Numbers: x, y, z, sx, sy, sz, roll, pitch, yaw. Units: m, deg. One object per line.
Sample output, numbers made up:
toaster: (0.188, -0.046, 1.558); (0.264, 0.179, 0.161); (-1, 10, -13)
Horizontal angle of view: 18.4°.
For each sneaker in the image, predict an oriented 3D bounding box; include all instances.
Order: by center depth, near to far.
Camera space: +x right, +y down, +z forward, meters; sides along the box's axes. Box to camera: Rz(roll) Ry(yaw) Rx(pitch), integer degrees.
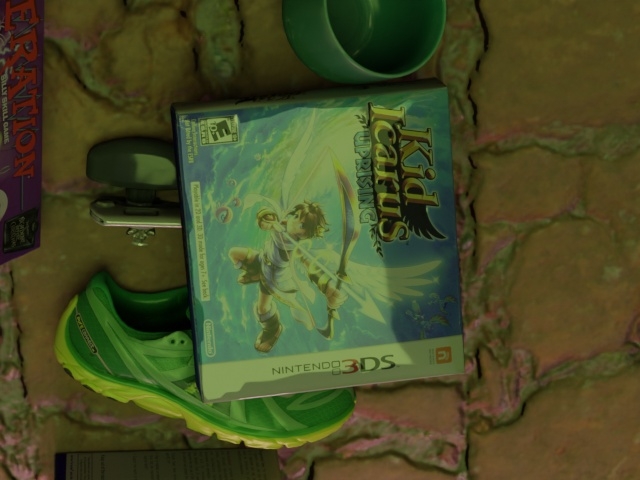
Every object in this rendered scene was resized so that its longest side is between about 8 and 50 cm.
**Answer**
sneaker: (-0.100, 0.110, 1.857); (0.296, 0.109, 0.123); (17, 112, -11)

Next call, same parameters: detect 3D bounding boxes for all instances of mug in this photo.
mug: (0.042, -0.199, 1.751); (0.158, 0.097, 0.129); (19, 78, -32)

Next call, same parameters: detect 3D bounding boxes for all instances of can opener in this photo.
can opener: (-0.077, -0.036, 1.822); (0.280, 0.074, 0.093); (5, 110, -8)

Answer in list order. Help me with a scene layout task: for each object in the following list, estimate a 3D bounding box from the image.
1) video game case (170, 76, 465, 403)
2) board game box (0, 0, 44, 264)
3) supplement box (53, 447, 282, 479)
video game case: (0.000, 0.000, 1.775); (0.244, 0.061, 0.269); (-7, 103, -8)
board game box: (-0.321, -0.119, 1.676); (0.056, 0.208, 0.346); (21, 122, 28)
supplement box: (-0.147, 0.274, 1.915); (0.220, 0.114, 0.111); (-2, 110, -7)
